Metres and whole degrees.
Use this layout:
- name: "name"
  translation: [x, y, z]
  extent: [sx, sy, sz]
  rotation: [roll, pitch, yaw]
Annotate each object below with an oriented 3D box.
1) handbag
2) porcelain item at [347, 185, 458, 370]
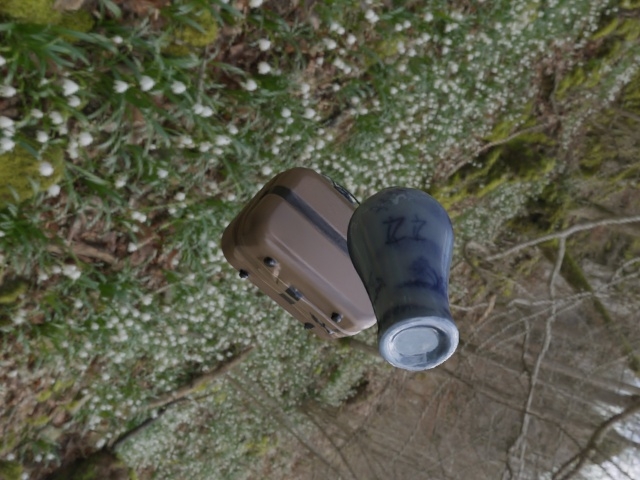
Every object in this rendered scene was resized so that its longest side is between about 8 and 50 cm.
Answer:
- name: "handbag"
  translation: [0.000, 0.000, 1.109]
  extent: [0.149, 0.302, 0.283]
  rotation: [-31, -156, 47]
- name: "porcelain item"
  translation: [0.102, 0.030, 0.743]
  extent: [0.259, 0.141, 0.141]
  rotation: [-89, -175, -52]
